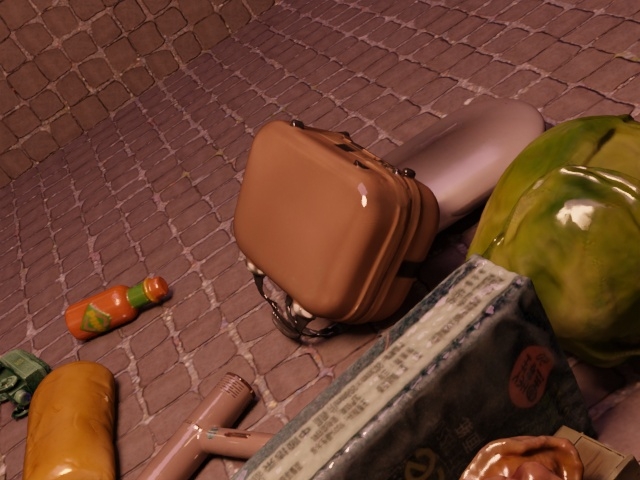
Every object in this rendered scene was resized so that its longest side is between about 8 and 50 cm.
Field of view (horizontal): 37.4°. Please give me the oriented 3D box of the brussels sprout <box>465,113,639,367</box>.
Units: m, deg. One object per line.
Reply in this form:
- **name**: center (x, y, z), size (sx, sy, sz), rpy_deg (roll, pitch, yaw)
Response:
- **brussels sprout**: center (0.287, -0.004, 0.985), size (0.259, 0.227, 0.294), rpy_deg (-51, 5, -28)

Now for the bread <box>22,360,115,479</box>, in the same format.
- **bread**: center (-0.361, 0.278, 1.348), size (0.142, 0.091, 0.305), rpy_deg (-36, 27, 4)

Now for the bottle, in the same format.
- **bottle**: center (-0.346, 0.110, 1.619), size (0.187, 0.069, 0.069), rpy_deg (-25, 29, 16)

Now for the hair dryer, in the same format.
- **hair dryer**: center (-0.103, 0.269, 1.153), size (0.220, 0.054, 0.195), rpy_deg (13, 52, 45)

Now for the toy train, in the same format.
- **toy train**: center (-0.506, 0.235, 1.588), size (0.099, 0.070, 0.172), rpy_deg (-37, 26, -25)

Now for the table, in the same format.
- **table**: center (0.236, 0.224, 0.848), size (0.079, 0.062, 0.083), rpy_deg (-42, 29, -16)

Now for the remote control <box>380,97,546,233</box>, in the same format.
- **remote control**: center (0.176, -0.098, 1.379), size (0.332, 0.103, 0.221), rpy_deg (-34, 30, 4)

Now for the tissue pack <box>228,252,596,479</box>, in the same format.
- **tissue pack**: center (0.094, 0.196, 0.860), size (0.315, 0.228, 0.103), rpy_deg (-41, 33, -16)

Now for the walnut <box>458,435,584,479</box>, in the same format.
- **walnut**: center (0.173, 0.259, 0.705), size (0.238, 0.141, 0.204), rpy_deg (15, 87, 61)

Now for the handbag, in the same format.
- **handbag**: center (0.000, 0.000, 1.285), size (0.302, 0.149, 0.283), rpy_deg (36, 110, 47)
